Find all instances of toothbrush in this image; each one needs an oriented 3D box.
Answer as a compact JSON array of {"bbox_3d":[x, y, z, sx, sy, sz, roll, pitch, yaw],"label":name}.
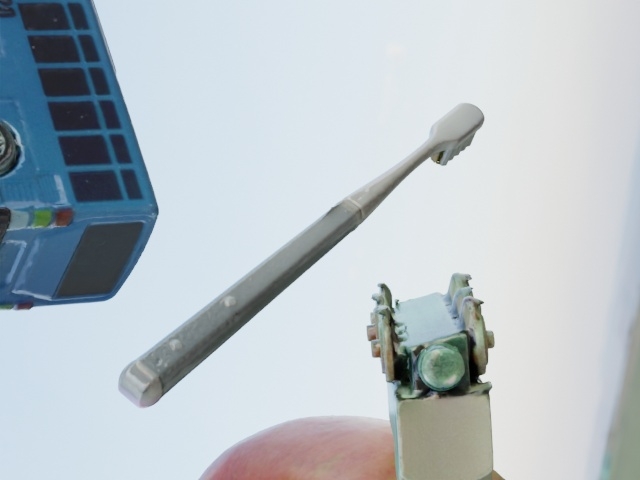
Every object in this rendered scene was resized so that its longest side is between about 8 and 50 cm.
[{"bbox_3d":[0.000,-0.002,0.893,0.342,0.025,0.030,-39,-23,-42],"label":"toothbrush"}]

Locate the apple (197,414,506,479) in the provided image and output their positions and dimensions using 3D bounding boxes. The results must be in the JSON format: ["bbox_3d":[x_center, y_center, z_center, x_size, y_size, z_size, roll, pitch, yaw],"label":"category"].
[{"bbox_3d":[0.049,0.341,1.398,0.364,0.364,0.364,11,-90,-78],"label":"apple"}]

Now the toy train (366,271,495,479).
[{"bbox_3d":[0.072,0.092,0.982,0.194,0.080,0.125,-88,-5,-84],"label":"toy train"}]

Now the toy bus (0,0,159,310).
[{"bbox_3d":[-0.147,-0.063,0.701,0.090,0.106,0.185,-56,46,49],"label":"toy bus"}]
